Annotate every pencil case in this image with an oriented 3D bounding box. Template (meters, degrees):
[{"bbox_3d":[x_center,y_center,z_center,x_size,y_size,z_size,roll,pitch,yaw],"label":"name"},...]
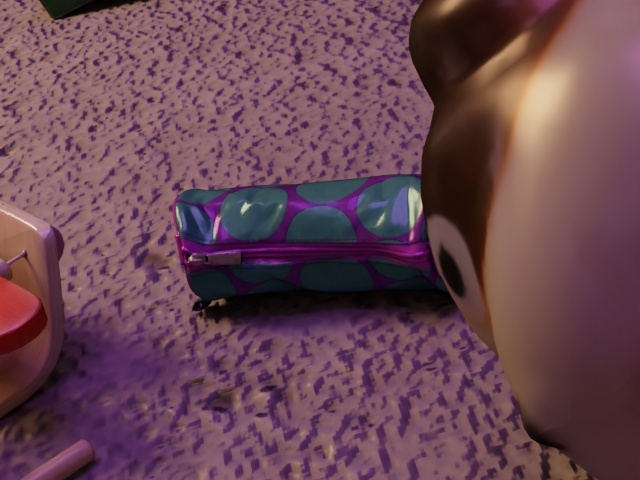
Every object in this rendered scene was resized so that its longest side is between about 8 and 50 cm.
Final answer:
[{"bbox_3d":[0.000,0.000,0.718,0.152,0.064,0.070,-4,17,20],"label":"pencil case"}]

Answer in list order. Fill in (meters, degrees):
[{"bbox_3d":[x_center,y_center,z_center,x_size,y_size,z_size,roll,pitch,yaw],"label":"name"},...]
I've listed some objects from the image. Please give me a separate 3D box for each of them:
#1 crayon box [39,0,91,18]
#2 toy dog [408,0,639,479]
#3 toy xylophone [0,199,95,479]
[{"bbox_3d":[-0.114,-0.338,1.287,0.323,0.083,0.203,-23,25,20],"label":"crayon box"},{"bbox_3d":[0.215,-0.057,0.432,0.408,0.284,0.395,-24,38,29],"label":"toy dog"},{"bbox_3d":[-0.248,0.088,0.660,0.236,0.081,0.323,13,39,40],"label":"toy xylophone"}]
